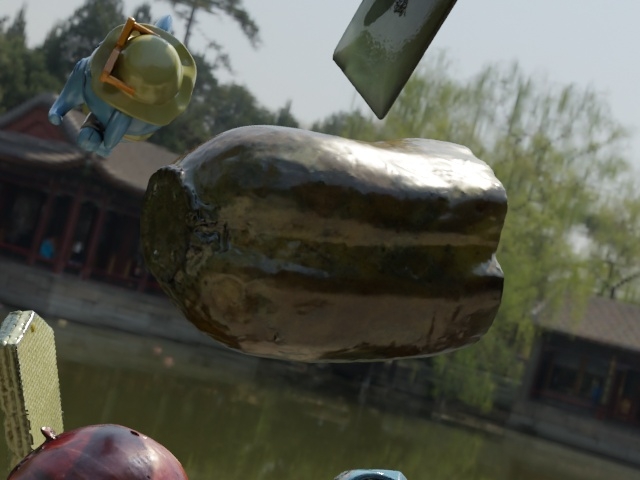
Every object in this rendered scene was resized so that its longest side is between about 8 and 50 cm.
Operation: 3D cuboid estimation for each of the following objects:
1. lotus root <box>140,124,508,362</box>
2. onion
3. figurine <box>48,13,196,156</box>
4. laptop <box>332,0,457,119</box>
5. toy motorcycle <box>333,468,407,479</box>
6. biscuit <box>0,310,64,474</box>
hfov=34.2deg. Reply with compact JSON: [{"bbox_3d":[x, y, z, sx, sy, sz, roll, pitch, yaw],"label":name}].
[{"bbox_3d":[0.000,0.000,1.032,0.345,0.251,0.250,4,1,-27],"label":"lotus root"},{"bbox_3d":[-0.259,0.349,1.182,0.276,0.276,0.276,15,-4,1],"label":"onion"},{"bbox_3d":[-0.264,-0.191,1.406,0.154,0.180,0.262,49,-39,1],"label":"figurine"},{"bbox_3d":[0.114,-0.317,1.413,0.015,0.269,0.188,14,30,-34],"label":"laptop"},{"bbox_3d":[0.112,0.417,1.207,0.416,0.172,0.232,45,-21,47],"label":"toy motorcycle"},{"bbox_3d":[-0.389,0.204,1.384,0.052,0.252,0.150,1,29,-1],"label":"biscuit"}]
